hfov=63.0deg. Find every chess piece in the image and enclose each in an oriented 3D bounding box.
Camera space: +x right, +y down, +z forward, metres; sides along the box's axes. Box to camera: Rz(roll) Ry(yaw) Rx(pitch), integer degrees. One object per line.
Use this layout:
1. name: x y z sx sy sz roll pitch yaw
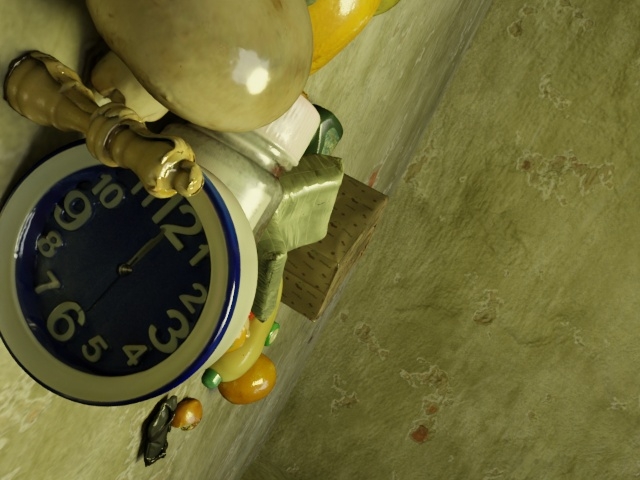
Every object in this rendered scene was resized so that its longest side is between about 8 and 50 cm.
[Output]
1. chess piece: -0.162 -0.085 0.408 0.060 0.172 0.060 -55 166 -20

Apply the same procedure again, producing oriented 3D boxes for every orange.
1. orange: -0.198 0.358 1.387 0.159 0.159 0.136 -29 103 -68
2. orange: -0.310 0.409 1.226 0.086 0.062 0.086 -60 170 -18

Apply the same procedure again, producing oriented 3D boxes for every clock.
1. clock: -0.175 0.026 0.471 0.230 0.231 0.083 -61 169 0

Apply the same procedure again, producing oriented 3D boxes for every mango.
1. mango: -0.009 -0.279 0.656 0.176 0.119 0.317 -45 -177 -8

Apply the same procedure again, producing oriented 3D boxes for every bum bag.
1. bum bag: -0.344 0.416 1.128 0.087 0.049 0.197 -53 166 -54

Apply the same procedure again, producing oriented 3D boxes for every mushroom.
1. mushroom: -0.114 -0.173 0.445 0.204 0.204 0.204 -57 168 -20

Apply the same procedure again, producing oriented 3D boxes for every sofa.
1. sofa: -0.050 -0.013 0.900 0.226 0.176 0.210 -23 150 -29

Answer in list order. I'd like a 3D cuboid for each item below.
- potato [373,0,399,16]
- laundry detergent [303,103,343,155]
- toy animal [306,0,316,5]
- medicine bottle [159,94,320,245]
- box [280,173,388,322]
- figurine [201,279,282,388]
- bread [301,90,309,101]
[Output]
1. potato: 0.117 -0.441 0.778 0.271 0.111 0.160 -65 -170 0
2. laundry detergent: -0.042 -0.146 1.012 0.221 0.078 0.144 -58 167 -3
3. toy animal: -0.013 -0.330 0.438 0.138 0.108 0.236 -13 156 -35
4. medicine bottle: -0.129 -0.065 0.622 0.273 0.165 0.165 -61 168 -3
5. box: 0.000 0.000 1.256 0.297 0.191 0.225 -49 165 -43
6. figurine: -0.174 0.159 1.082 0.222 0.124 0.324 -37 150 -56
7. bread: -0.069 -0.191 0.861 0.157 0.044 0.052 -56 161 -25
